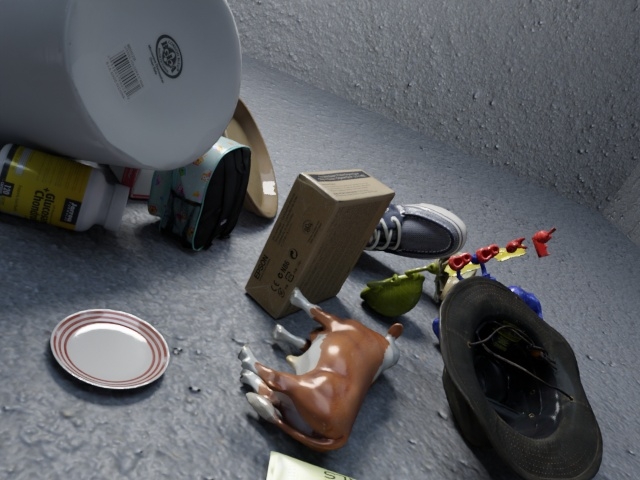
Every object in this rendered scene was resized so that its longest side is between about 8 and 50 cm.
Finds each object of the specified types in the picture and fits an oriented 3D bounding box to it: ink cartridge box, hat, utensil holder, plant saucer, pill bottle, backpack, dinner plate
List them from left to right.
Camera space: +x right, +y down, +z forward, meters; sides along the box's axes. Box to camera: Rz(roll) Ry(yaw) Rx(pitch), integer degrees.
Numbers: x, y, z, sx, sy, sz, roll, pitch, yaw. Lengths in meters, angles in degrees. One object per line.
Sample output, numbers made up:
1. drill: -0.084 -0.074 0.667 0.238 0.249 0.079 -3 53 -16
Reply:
1. pill bottle: -0.393 -0.073 0.875 0.184 0.103 0.103 16 26 -22
2. utensil holder: -0.361 -0.282 0.898 0.385 0.328 0.327 12 13 34
3. dinner plate: -0.257 0.134 0.705 0.141 0.017 0.141 23 24 -11
4. ink cartridge box: -0.337 -0.173 1.151 0.158 0.092 0.218 1 33 -45
5. backpack: -0.207 -0.100 1.016 0.144 0.189 0.166 32 25 12
6. plant saucer: -0.158 -0.174 1.209 0.278 0.041 0.278 -18 90 -79
7. ink cartridge box: 0.000 0.000 0.968 0.088 0.235 0.193 38 26 22
8. hat: 0.268 0.225 0.884 0.331 0.134 0.332 23 43 -23

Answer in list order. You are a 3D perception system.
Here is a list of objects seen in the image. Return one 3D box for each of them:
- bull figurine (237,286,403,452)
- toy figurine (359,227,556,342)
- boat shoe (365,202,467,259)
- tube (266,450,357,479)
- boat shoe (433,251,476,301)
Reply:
1. bull figurine: 0.009 0.168 0.810 0.188 0.101 0.310 27 21 9
2. toy figurine: 0.273 0.135 1.027 0.191 0.362 0.218 72 1 -81
3. boat shoe: 0.121 -0.013 1.199 0.340 0.127 0.158 9 22 25
4. tube: 0.052 0.304 0.634 0.240 0.062 0.070 20 -16 -5
5. boat shoe: 0.286 0.082 1.276 0.089 0.105 0.285 26 13 10
